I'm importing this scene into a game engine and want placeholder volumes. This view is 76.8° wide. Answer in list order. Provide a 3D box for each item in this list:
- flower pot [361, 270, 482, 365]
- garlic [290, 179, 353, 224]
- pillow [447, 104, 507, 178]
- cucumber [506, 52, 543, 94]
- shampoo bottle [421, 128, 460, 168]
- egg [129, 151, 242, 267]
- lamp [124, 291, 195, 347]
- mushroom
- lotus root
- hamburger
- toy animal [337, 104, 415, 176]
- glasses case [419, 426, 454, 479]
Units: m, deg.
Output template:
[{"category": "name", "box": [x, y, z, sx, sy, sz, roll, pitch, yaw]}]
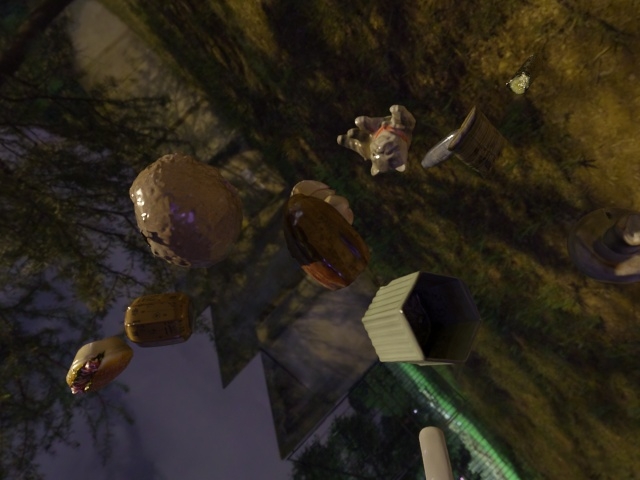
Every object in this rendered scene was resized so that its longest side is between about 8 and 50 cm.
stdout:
[{"category": "flower pot", "box": [0.248, 0.201, 1.011, 0.240, 0.209, 0.190, 11, 159, -23]}, {"category": "garlic", "box": [0.018, -0.126, 1.678, 0.281, 0.203, 0.184, 32, 143, 32]}, {"category": "pillow", "box": [0.375, -0.225, 0.951, 0.203, 0.113, 0.038, 16, -161, -45]}, {"category": "cucumber", "box": [0.373, -0.303, 0.716, 0.043, 0.163, 0.039, -16, 113, 52]}, {"category": "shampoo bottle", "box": [0.520, -0.377, 1.700, 0.087, 0.049, 0.234, 28, 146, -17]}, {"category": "egg", "box": [-0.338, -0.067, 1.050, 0.279, 0.279, 0.310, 42, 157, 49]}, {"category": "lamp", "box": [-0.487, 0.242, 1.237, 0.161, 0.185, 0.161, 177, 90, -83]}, {"category": "mushroom", "box": [0.835, -0.003, 1.125, 0.243, 0.243, 0.243, 45, 178, 2]}, {"category": "lotus root", "box": [0.001, 0.001, 1.130, 0.291, 0.193, 0.193, 49, 178, 8]}, {"category": "hamburger", "box": [-0.662, 0.379, 1.213, 0.173, 0.210, 0.116, -10, -122, -51]}, {"category": "toy animal", "box": [0.182, -0.298, 1.329, 0.266, 0.308, 0.188, -15, -83, -57]}, {"category": "glasses case", "box": [0.401, 0.765, 1.396, 0.233, 0.092, 0.059, -92, -15, -48]}]
